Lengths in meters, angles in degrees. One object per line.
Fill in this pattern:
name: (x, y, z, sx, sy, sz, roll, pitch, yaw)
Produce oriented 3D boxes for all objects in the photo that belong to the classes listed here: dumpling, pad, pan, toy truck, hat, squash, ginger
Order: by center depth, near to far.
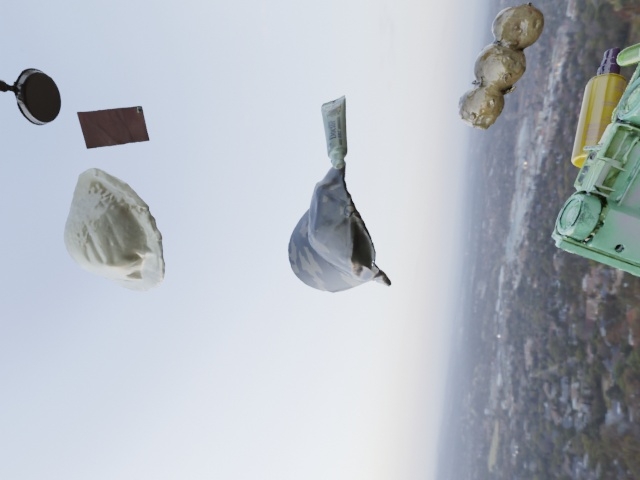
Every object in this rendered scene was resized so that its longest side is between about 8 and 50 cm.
toy truck: (0.351, -0.096, 0.446, 0.135, 0.129, 0.259, -45, -25, -79)
squash: (0.429, -0.247, 0.538, 0.027, 0.089, 0.027, -1, -88, -26)
dumpling: (-0.326, -0.005, 0.694, 0.126, 0.167, 0.215, -19, -61, -74)
ginger: (0.299, -0.291, 0.707, 0.104, 0.080, 0.203, -69, -1, -63)
pan: (-0.705, -0.351, 0.993, 0.235, 0.028, 0.136, -26, -58, -79)
hat: (0.000, 0.000, 1.120, 0.257, 0.382, 0.365, 1, -117, -54)
pad: (-0.645, -0.356, 1.317, 0.188, 0.006, 0.113, -15, -70, -26)

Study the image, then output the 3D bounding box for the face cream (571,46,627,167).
face cream: (0.612, -0.293, 0.911, 0.078, 0.078, 0.273, 38, -114, -67)

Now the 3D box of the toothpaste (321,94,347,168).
toothpaste: (0.034, -0.252, 0.958, 0.037, 0.067, 0.255, 50, -152, -43)
